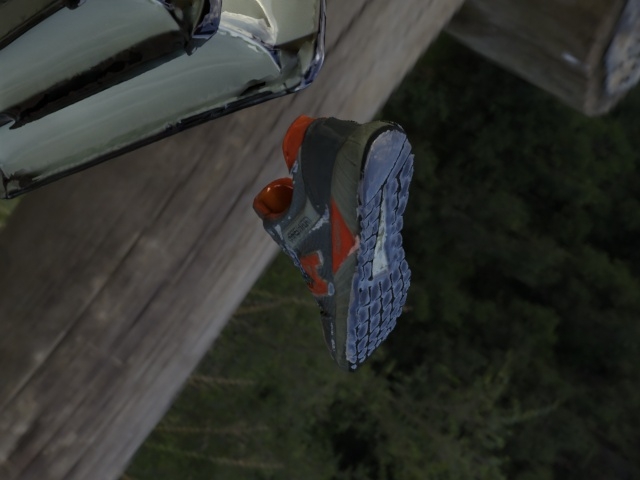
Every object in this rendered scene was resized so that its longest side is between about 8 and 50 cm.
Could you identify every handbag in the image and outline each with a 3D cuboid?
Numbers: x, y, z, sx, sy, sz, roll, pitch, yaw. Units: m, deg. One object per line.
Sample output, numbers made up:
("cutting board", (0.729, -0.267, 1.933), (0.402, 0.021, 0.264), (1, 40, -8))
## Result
("handbag", (-0.149, -0.175, 0.723), (0.160, 0.358, 0.236), (12, 74, -39))

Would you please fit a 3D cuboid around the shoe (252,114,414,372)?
("shoe", (0.000, 0.000, 1.362), (0.132, 0.171, 0.336), (-45, 147, -41))
